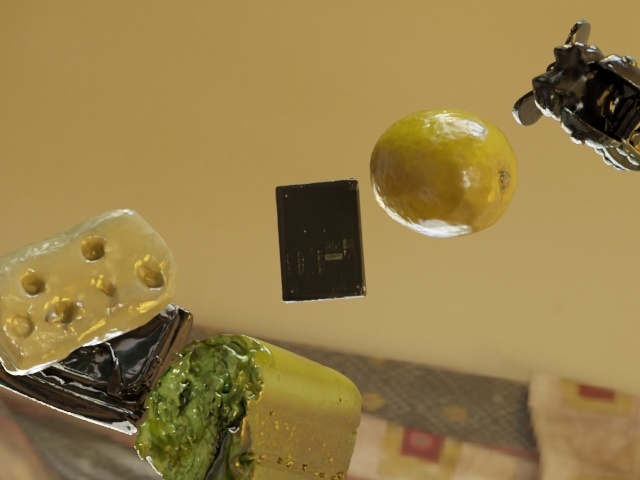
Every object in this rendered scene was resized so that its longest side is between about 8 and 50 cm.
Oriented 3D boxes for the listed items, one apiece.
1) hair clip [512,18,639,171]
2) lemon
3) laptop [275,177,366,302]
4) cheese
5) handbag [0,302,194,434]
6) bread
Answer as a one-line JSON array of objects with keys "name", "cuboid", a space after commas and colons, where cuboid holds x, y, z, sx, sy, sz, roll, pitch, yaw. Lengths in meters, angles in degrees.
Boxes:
[{"name": "hair clip", "cuboid": [0.436, -0.217, 2.192, 0.194, 0.206, 0.310, -54, 156, 8]}, {"name": "lemon", "cuboid": [0.151, -0.084, 1.729, 0.207, 0.170, 0.170, 11, -87, 50]}, {"name": "laptop", "cuboid": [0.000, 0.000, 2.081, 0.016, 0.129, 0.180, 40, 45, -78]}, {"name": "cheese", "cuboid": [-0.314, 0.063, 1.798, 0.093, 0.263, 0.159, -13, -78, 65]}, {"name": "handbag", "cuboid": [-0.364, 0.168, 2.229, 0.088, 0.275, 0.244, 94, 20, -57]}, {"name": "bread", "cuboid": [-0.092, 0.277, 2.015, 0.376, 0.208, 0.251, 27, 80, -57]}]
